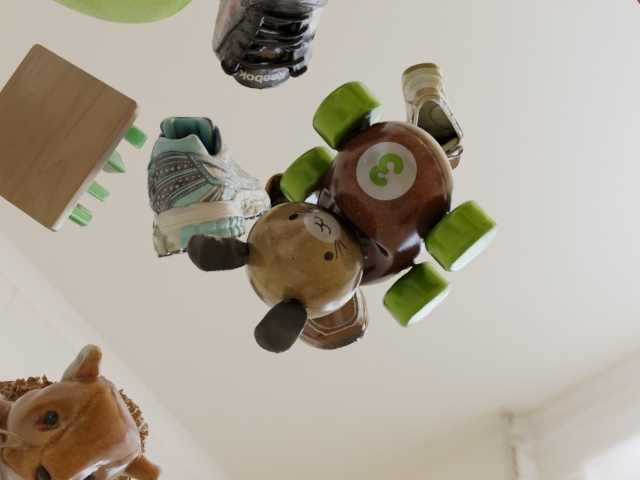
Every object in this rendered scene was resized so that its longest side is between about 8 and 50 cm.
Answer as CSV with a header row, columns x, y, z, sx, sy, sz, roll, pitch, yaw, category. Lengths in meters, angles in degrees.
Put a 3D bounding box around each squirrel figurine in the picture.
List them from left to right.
x,y,z,sx,sy,sz,roll,pitch,yaw,category
-0.372,0.255,1.380,0.281,0.370,0.397,63,-160,-2,squirrel figurine

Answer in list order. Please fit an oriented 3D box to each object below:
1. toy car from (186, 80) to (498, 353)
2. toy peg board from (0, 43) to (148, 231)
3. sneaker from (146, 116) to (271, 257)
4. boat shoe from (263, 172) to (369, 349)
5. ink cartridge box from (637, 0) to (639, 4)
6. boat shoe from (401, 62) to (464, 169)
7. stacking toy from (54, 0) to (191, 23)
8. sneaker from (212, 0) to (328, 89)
x,y,z,sx,sy,sz,roll,pitch,yaw,category
0.000,0.000,0.789,0.188,0.149,0.155,-29,-110,-39,toy car
-0.284,-0.103,1.204,0.161,0.161,0.079,31,174,25,toy peg board
-0.115,-0.071,1.119,0.283,0.110,0.122,-101,0,-80,sneaker
-0.026,0.021,1.584,0.324,0.123,0.120,-119,10,-48,boat shoe
0.232,-0.231,0.532,0.296,0.261,0.066,56,-150,-3,ink cartridge box
0.113,-0.110,1.093,0.153,0.056,0.048,71,-171,-54,boat shoe
-0.190,-0.140,0.332,0.130,0.280,0.309,-59,-35,-25,stacking toy
-0.040,-0.205,0.990,0.276,0.098,0.135,-161,74,-76,sneaker
